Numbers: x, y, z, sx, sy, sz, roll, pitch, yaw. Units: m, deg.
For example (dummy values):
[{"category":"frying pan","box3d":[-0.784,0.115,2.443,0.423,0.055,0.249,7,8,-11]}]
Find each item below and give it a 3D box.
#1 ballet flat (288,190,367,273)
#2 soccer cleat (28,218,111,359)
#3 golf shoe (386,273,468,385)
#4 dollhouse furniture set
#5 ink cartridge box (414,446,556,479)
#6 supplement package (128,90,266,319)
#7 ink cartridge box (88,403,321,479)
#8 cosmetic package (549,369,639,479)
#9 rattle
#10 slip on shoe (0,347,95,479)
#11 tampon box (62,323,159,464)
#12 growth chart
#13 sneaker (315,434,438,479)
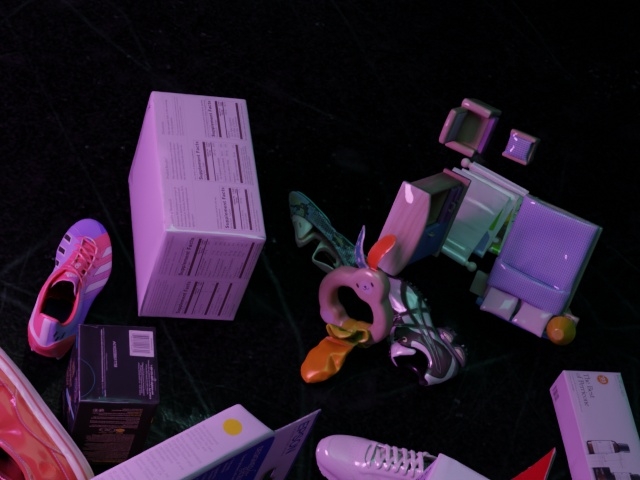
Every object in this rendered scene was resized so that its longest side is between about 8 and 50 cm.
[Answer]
[{"category":"ballet flat","box3d":[0.000,0.000,2.105,0.070,0.070,0.188,-30,63,-36]},{"category":"soccer cleat","box3d":[-0.344,0.053,1.914,0.083,0.095,0.248,19,49,-4]},{"category":"golf shoe","box3d":[0.126,0.131,2.029,0.094,0.077,0.198,-30,65,-35]},{"category":"dollhouse furniture set","box3d":[0.278,-0.016,2.025,0.303,0.286,0.198,28,19,17]},{"category":"ink cartridge box","box3d":[0.142,0.368,1.635,0.130,0.309,0.272,26,69,3]},{"category":"supplement package","box3d":[-0.185,-0.048,1.981,0.145,0.204,0.262,4,51,-17]},{"category":"ink cartridge box","box3d":[-0.173,0.315,1.620,0.307,0.303,0.072,-25,64,-35]},{"category":"cosmetic package","box3d":[0.414,0.304,1.998,0.099,0.060,0.239,5,51,-17]},{"category":"rattle","box3d":[0.032,0.088,1.948,0.143,0.199,0.130,-20,61,-32]},{"category":"slip on shoe","box3d":[-0.421,0.219,1.741,0.101,0.123,0.331,-33,73,-33]},{"category":"tampon box","box3d":[-0.274,0.201,1.773,0.101,0.161,0.120,4,52,-17]},{"category":"growth chart","box3d":[0.252,-0.044,2.255,0.172,0.021,0.237,37,49,11]},{"category":"sneaker","box3d":[0.109,0.313,1.861,0.235,0.095,0.090,22,50,1]}]
